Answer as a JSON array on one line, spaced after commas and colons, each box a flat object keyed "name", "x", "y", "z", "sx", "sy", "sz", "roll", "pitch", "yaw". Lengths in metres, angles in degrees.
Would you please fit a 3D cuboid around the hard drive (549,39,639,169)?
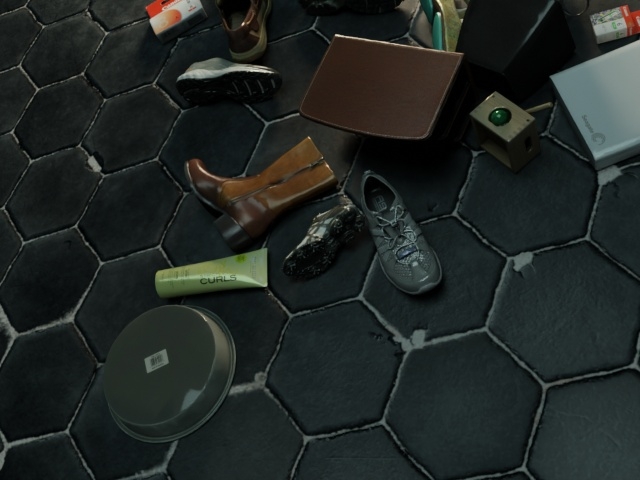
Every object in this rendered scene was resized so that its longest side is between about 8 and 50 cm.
[{"name": "hard drive", "x": 0.654, "y": -0.296, "z": 1.535, "sx": 0.353, "sy": 0.047, "sz": 0.233, "roll": -21, "pitch": 55, "yaw": 10}]

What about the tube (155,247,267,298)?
[{"name": "tube", "x": -0.225, "y": 0.073, "z": 1.668, "sx": 0.240, "sy": 0.062, "sz": 0.070, "roll": -9, "pitch": 99, "yaw": 11}]

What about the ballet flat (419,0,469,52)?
[{"name": "ballet flat", "x": 0.290, "y": -0.485, "z": 1.760, "sx": 0.123, "sy": 0.123, "sz": 0.349, "roll": -16, "pitch": 57, "yaw": 13}]

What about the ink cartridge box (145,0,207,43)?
[{"name": "ink cartridge box", "x": -0.399, "y": -0.630, "z": 2.159, "sx": 0.145, "sy": 0.045, "sz": 0.179, "roll": -30, "pitch": 57, "yaw": 2}]

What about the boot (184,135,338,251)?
[{"name": "boot", "x": -0.137, "y": -0.147, "z": 1.737, "sx": 0.280, "sy": 0.096, "sz": 0.264, "roll": -36, "pitch": 54, "yaw": -2}]

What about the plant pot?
[{"name": "plant pot", "x": 0.383, "y": -0.398, "z": 1.631, "sx": 0.187, "sy": 0.188, "sz": 0.167, "roll": 31, "pitch": 87, "yaw": 33}]

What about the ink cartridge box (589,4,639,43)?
[{"name": "ink cartridge box", "x": 0.623, "y": -0.452, "z": 1.650, "sx": 0.115, "sy": 0.029, "sz": 0.063, "roll": -13, "pitch": 57, "yaw": 15}]

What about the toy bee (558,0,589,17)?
[{"name": "toy bee", "x": 0.442, "y": -0.599, "z": 1.753, "sx": 0.195, "sy": 0.298, "sz": 0.162, "roll": -36, "pitch": 14, "yaw": 40}]

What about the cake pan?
[{"name": "cake pan", "x": -0.313, "y": 0.254, "z": 1.596, "sx": 0.293, "sy": 0.054, "sz": 0.293, "roll": -10, "pitch": 58, "yaw": 17}]

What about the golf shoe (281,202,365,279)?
[{"name": "golf shoe", "x": 0.000, "y": 0.000, "z": 1.620, "sx": 0.198, "sy": 0.077, "sz": 0.094, "roll": -38, "pitch": 30, "yaw": 3}]

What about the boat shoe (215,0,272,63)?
[{"name": "boat shoe", "x": -0.201, "y": -0.595, "z": 2.001, "sx": 0.123, "sy": 0.123, "sz": 0.342, "roll": -13, "pitch": 51, "yaw": 15}]

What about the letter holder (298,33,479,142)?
[{"name": "letter holder", "x": 0.137, "y": -0.274, "z": 1.636, "sx": 0.302, "sy": 0.152, "sz": 0.214, "roll": 16, "pitch": 72, "yaw": 29}]

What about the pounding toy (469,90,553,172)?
[{"name": "pounding toy", "x": 0.375, "y": -0.222, "z": 1.546, "sx": 0.100, "sy": 0.141, "sz": 0.130, "roll": -41, "pitch": 55, "yaw": -5}]

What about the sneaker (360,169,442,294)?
[{"name": "sneaker", "x": 0.137, "y": -0.016, "z": 1.535, "sx": 0.105, "sy": 0.115, "sz": 0.281, "roll": -31, "pitch": 55, "yaw": 2}]

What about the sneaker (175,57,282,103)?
[{"name": "sneaker", "x": -0.216, "y": -0.398, "z": 1.918, "sx": 0.271, "sy": 0.100, "sz": 0.108, "roll": 5, "pitch": 53, "yaw": 22}]

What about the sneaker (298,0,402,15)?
[{"name": "sneaker", "x": 0.082, "y": -0.628, "z": 1.926, "sx": 0.283, "sy": 0.110, "sz": 0.122, "roll": 7, "pitch": 61, "yaw": 25}]
